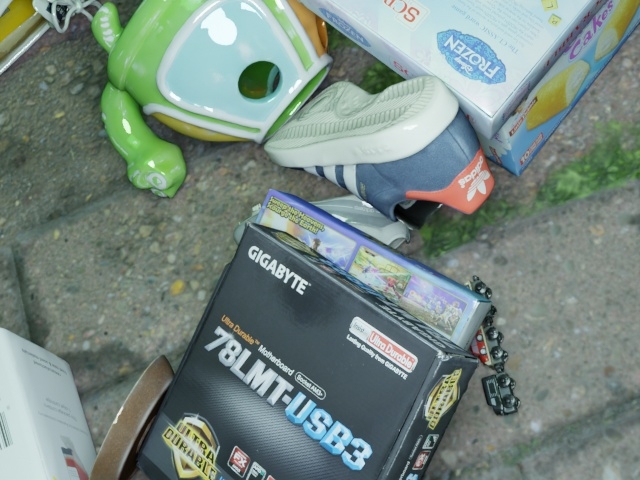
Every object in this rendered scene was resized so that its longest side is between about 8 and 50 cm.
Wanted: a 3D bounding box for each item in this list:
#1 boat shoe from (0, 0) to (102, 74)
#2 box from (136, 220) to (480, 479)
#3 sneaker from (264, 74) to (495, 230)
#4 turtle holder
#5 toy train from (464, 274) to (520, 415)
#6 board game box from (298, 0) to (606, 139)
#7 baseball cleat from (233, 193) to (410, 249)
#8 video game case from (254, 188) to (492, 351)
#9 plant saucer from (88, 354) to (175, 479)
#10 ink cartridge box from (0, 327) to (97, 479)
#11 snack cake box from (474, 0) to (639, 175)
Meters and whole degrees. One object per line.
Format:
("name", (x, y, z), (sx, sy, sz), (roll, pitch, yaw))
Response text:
("boat shoe", (-0.367, -0.334, 1.446), (0.367, 0.136, 0.156), (-39, 63, 3))
("box", (-0.026, 0.172, 1.050), (0.295, 0.073, 0.293), (33, 103, 40))
("sneaker", (0.059, -0.084, 1.164), (0.131, 0.148, 0.350), (-46, 22, -12))
("turtle holder", (-0.133, -0.213, 1.267), (0.227, 0.243, 0.320), (42, 80, 0))
("toy train", (0.179, 0.113, 1.155), (0.036, 0.027, 0.158), (-20, 64, 21))
("board game box", (0.152, -0.321, 1.119), (0.318, 0.066, 0.318), (39, 83, 16))
("baseball cleat", (0.000, 0.000, 1.230), (0.205, 0.072, 0.110), (-15, 65, 12))
("video game case", (0.011, 0.111, 1.149), (0.269, 0.061, 0.244), (29, 100, 24))
("plant saucer", (-0.199, 0.205, 1.164), (0.029, 0.168, 0.169), (25, 77, 5))
("ink cartridge box", (-0.375, 0.337, 1.161), (0.279, 0.160, 0.385), (-27, 63, 5))
("snack cake box", (0.257, -0.222, 1.195), (0.089, 0.152, 0.264), (36, 83, 26))
